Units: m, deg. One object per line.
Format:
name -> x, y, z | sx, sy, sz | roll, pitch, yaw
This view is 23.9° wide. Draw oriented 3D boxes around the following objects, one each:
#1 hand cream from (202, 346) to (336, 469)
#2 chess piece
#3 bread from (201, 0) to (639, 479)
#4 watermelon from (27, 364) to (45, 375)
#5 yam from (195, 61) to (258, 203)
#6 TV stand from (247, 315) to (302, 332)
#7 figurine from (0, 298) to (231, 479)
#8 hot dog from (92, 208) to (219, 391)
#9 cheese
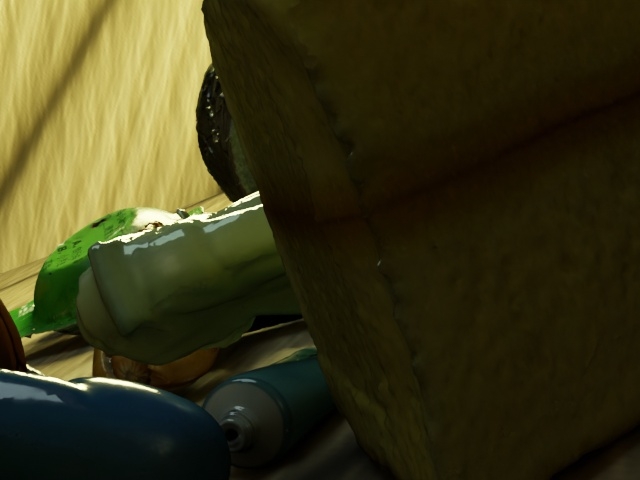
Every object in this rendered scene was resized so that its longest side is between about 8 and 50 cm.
hand cream -> -0.007, 0.079, 0.841 | 0.083, 0.048, 0.224 | -12, 4, 19
chess piece -> 0.000, 0.000, 0.890 | 0.298, 0.175, 0.176 | -21, 7, -9
bread -> 0.153, -0.061, 0.660 | 0.362, 0.233, 0.245 | -20, 7, -10
watermelon -> -0.273, 0.119, 1.181 | 0.155, 0.080, 0.101 | -34, -5, 10
yam -> 0.004, -0.093, 1.418 | 0.241, 0.241, 0.348 | -20, 9, -5
TV stand -> -0.015, 0.044, 1.130 | 0.256, 0.040, 0.049 | -16, 9, 29
figurine -> -0.238, 0.076, 0.775 | 0.243, 0.297, 0.416 | 18, -15, -35
hot dog -> -0.112, 0.037, 1.097 | 0.104, 0.076, 0.250 | -25, 22, 17
cheese -> -0.255, 0.055, 1.533 | 0.320, 0.083, 0.204 | -31, 19, 3
